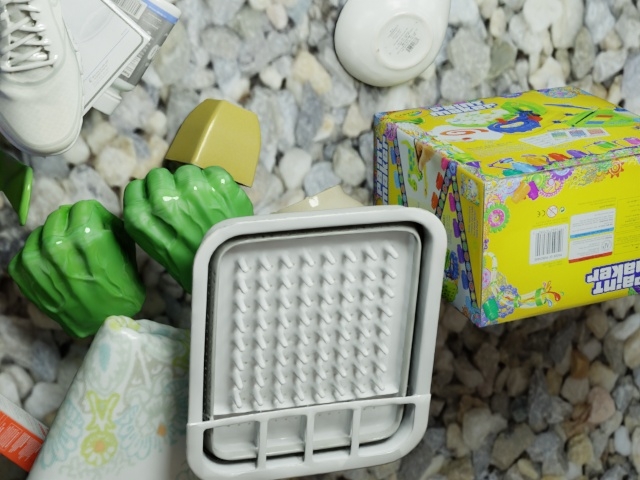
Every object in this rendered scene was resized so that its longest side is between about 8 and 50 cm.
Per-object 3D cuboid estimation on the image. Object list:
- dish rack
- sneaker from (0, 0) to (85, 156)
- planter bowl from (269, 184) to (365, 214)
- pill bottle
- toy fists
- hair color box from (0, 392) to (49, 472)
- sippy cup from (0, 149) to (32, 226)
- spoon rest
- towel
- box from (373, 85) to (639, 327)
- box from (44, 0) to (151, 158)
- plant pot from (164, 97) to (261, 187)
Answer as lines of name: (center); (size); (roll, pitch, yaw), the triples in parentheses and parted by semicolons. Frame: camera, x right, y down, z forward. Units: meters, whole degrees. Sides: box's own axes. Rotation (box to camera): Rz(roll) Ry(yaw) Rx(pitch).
dish rack: (-0.013, 0.107, 1.556); (0.285, 0.072, 0.333); (-5, 119, -17)
sneaker: (-0.283, -0.215, 1.299); (0.110, 0.118, 0.292); (-13, 105, -10)
planter bowl: (0.000, 0.000, 1.661); (0.162, 0.162, 0.109); (-24, 92, -14)
pill bottle: (-0.216, -0.208, 1.506); (0.078, 0.078, 0.137); (30, 97, -31)
toy fists: (-0.207, 0.001, 1.551); (0.279, 0.096, 0.142); (-20, 135, 12)
hair color box: (-0.344, 0.231, 1.632); (0.043, 0.072, 0.141); (-48, 121, -1)
sippy cup: (-0.452, -0.058, 1.373); (0.305, 0.224, 0.240); (-30, 120, -10)
spoon rest: (0.128, -0.296, 1.642); (0.137, 0.084, 0.276); (33, 108, -30)
towel: (-0.174, 0.258, 1.663); (0.374, 0.090, 0.320); (15, 102, -47)
box: (0.250, -0.053, 1.669); (0.290, 0.279, 0.177); (-10, 114, -20)
box: (-0.331, -0.238, 1.390); (0.290, 0.087, 0.169); (43, 91, -15)
plant pot: (-0.114, -0.115, 1.594); (0.081, 0.081, 0.083); (20, 87, -30)
